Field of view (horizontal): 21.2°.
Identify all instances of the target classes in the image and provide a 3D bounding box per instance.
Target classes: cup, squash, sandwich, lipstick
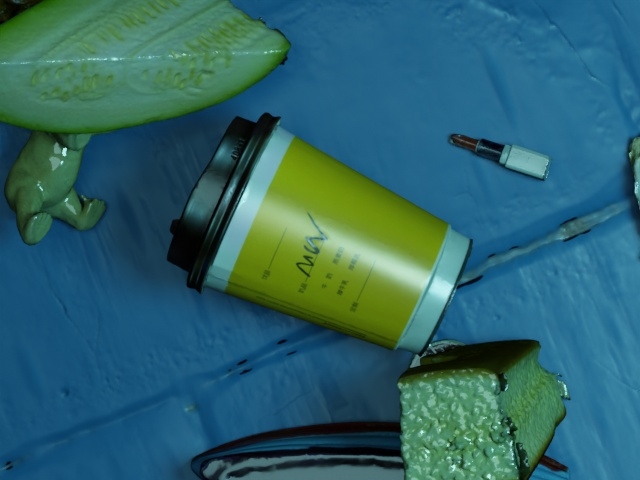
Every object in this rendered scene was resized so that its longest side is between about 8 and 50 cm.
[{"bbox_3d":[0.000,0.000,1.698,0.280,0.196,0.196,23,91,0],"label":"cup"},{"bbox_3d":[-0.198,-0.154,1.692,0.203,0.111,0.289,37,50,14],"label":"squash"},{"bbox_3d":[0.157,0.165,1.646,0.128,0.236,0.122,-7,93,19],"label":"sandwich"},{"bbox_3d":[0.183,-0.090,1.751,0.107,0.025,0.025,20,89,14],"label":"lipstick"}]

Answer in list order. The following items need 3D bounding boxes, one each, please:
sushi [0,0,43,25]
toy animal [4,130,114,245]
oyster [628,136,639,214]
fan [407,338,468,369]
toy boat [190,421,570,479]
[{"bbox_3d":[-0.310,-0.317,1.754,0.200,0.213,0.204,34,78,30],"label":"sushi"},{"bbox_3d":[-0.268,-0.105,1.789,0.101,0.103,0.218,26,96,32],"label":"toy animal"},{"bbox_3d":[0.367,-0.042,1.710,0.108,0.053,0.165,-15,94,33],"label":"oyster"},{"bbox_3d":[0.117,0.123,1.760,0.085,0.005,0.133,-35,84,6],"label":"fan"},{"bbox_3d":[0.056,0.250,1.733,0.392,0.079,0.136,6,87,5],"label":"toy boat"}]
